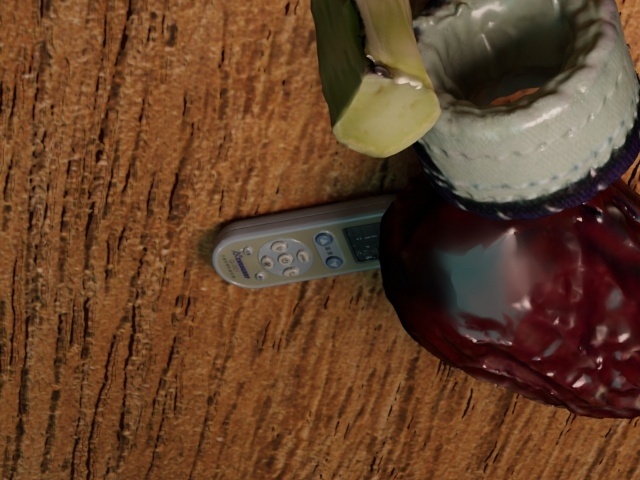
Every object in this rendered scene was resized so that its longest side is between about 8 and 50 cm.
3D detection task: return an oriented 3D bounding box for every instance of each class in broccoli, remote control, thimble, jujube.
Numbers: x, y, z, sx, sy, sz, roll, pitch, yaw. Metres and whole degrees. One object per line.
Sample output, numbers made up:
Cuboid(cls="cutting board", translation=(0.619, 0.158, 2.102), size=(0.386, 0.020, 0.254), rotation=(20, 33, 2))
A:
Cuboid(cls="broccoli", translation=(0.039, -0.233, 1.411), size=(0.221, 0.361, 0.252), rotation=(-24, 163, 20))
Cuboid(cls="remote control", translation=(0.000, 0.000, 1.866), size=(0.244, 0.047, 0.087), rotation=(-9, 131, 15))
Cuboid(cls="thimble", translation=(0.187, -0.141, 1.586), size=(0.237, 0.237, 0.150), rotation=(-10, 138, 15))
Cuboid(cls="jujube", translation=(0.227, 0.037, 1.759), size=(0.377, 0.258, 0.258), rotation=(30, 131, -35))
